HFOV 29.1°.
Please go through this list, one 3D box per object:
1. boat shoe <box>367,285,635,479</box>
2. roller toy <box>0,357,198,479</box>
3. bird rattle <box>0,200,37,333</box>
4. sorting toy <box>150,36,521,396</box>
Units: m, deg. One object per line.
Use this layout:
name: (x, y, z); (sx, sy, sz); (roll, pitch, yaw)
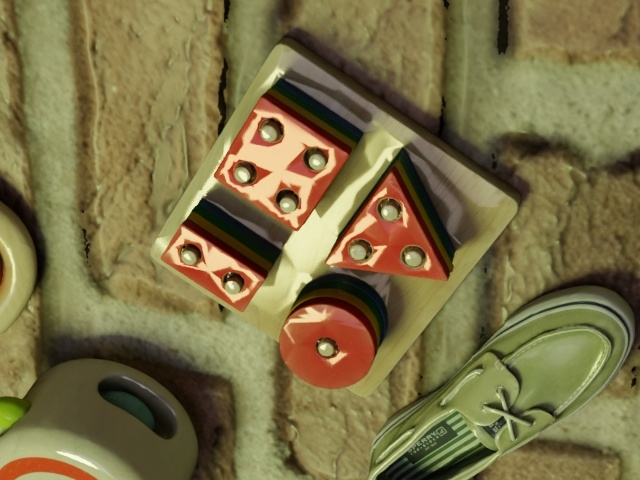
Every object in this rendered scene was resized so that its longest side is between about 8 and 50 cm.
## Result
boat shoe: (0.163, 0.157, 1.129); (0.109, 0.094, 0.302); (44, 117, -8)
roller toy: (-0.225, 0.223, 1.232); (0.191, 0.146, 0.209); (0, 124, 18)
bird rattle: (-0.377, 0.008, 1.201); (0.207, 0.143, 0.253); (28, 92, -23)
sorting toy: (0.000, 0.000, 1.103); (0.255, 0.089, 0.257); (34, 117, -2)
